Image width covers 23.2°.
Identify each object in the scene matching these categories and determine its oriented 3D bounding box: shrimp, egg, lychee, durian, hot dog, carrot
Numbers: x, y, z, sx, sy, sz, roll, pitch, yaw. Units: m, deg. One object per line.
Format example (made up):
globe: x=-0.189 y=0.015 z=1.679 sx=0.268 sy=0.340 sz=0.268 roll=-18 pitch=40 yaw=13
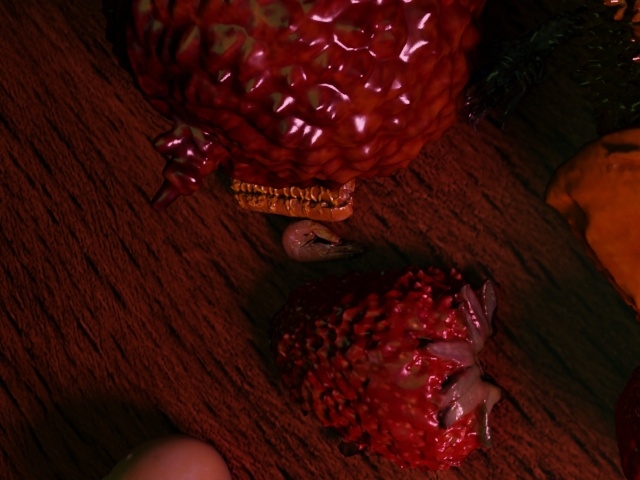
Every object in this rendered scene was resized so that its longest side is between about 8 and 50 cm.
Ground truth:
shrimp: x=0.000 y=0.000 z=1.839 sx=0.108 sy=0.023 sz=0.059 roll=-3 pitch=118 yaw=27
egg: x=-0.189 y=0.325 z=1.878 sx=0.164 sy=0.164 sz=0.201 roll=49 pitch=114 yaw=21
shrimp: x=0.222 y=-0.190 z=1.715 sx=0.174 sy=0.076 sz=0.082 roll=-38 pitch=113 yaw=19
lychee: x=-0.031 y=-0.241 z=1.638 sx=0.424 sy=0.424 sz=0.500 roll=24 pitch=84 yaw=27
durian: x=0.366 y=-0.224 z=1.527 sx=0.258 sy=0.258 sz=0.293 roll=-10 pitch=76 yaw=29
hot dog: x=-0.034 y=-0.064 z=1.856 sx=0.165 sy=0.045 sz=0.071 roll=8 pitch=96 yaw=28
carrot: x=0.402 y=-0.006 z=1.394 sx=0.340 sy=0.241 sz=0.241 roll=-11 pitch=83 yaw=-10

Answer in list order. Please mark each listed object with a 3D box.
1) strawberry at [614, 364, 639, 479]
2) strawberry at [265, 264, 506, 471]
strawberry: x=0.425 y=0.189 z=1.492 sx=0.238 sy=0.250 sz=0.288 roll=-32 pitch=35 yaw=30
strawberry: x=0.048 y=0.147 z=1.760 sx=0.306 sy=0.137 sz=0.233 roll=-4 pitch=89 yaw=28
